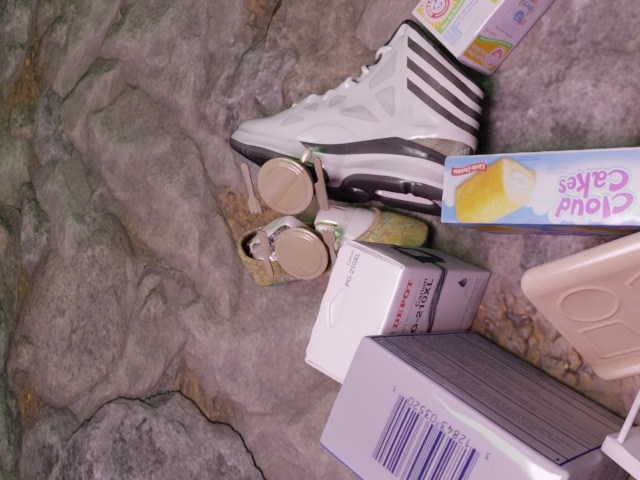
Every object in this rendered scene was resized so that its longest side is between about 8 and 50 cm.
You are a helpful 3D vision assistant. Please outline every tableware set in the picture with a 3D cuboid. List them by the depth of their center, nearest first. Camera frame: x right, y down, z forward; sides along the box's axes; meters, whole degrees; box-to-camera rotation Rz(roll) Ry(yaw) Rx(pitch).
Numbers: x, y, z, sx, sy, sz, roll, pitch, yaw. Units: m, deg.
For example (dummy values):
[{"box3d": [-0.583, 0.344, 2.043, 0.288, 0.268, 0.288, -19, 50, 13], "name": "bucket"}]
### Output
[{"box3d": [-0.035, -0.035, 1.062, 0.128, 0.039, 0.194, -1, 115, 24], "name": "tableware set"}]

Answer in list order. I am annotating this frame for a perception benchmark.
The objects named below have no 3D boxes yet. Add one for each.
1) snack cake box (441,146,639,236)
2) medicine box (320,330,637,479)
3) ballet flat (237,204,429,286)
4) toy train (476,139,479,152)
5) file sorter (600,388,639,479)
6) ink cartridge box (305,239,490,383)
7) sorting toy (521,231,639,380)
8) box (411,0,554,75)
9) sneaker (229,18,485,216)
[{"box3d": [0.301, -0.054, 0.886, 0.264, 0.152, 0.089, 2, 85, 40], "name": "snack cake box"}, {"box3d": [0.198, 0.234, 0.855, 0.263, 0.289, 0.149, 31, 104, 37], "name": "medicine box"}, {"box3d": [0.000, 0.000, 1.136, 0.348, 0.123, 0.123, -12, 78, 40], "name": "ballet flat"}, {"box3d": [0.218, -0.135, 1.049, 0.023, 0.017, 0.083, -8, 81, 49], "name": "toy train"}, {"box3d": [0.453, 0.197, 0.656, 0.277, 0.192, 0.173, 42, 126, 47], "name": "file sorter"}, {"box3d": [0.110, 0.100, 0.972, 0.100, 0.237, 0.172, 25, 102, 38], "name": "ink cartridge box"}, {"box3d": [0.362, 0.073, 0.824, 0.193, 0.208, 0.038, -24, 34, 35], "name": "sorting toy"}, {"box3d": [0.244, -0.348, 0.991, 0.203, 0.103, 0.114, -51, 58, 24], "name": "box"}, {"box3d": [0.062, -0.199, 1.124, 0.447, 0.169, 0.258, 15, 80, 40], "name": "sneaker"}]
